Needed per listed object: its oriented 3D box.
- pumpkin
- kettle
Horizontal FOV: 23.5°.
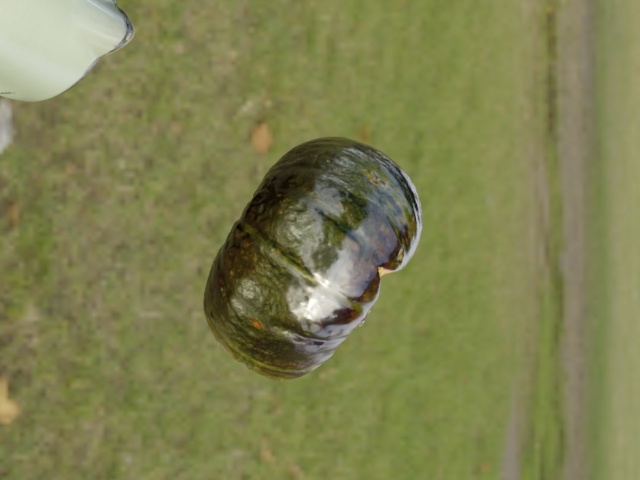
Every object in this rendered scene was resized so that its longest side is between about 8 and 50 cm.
[{"bbox_3d":[0.000,0.000,1.066,0.183,0.119,0.107,-57,173,-20],"label":"pumpkin"},{"bbox_3d":[-0.312,-0.224,1.258,0.255,0.240,0.165,27,76,-54],"label":"kettle"}]
